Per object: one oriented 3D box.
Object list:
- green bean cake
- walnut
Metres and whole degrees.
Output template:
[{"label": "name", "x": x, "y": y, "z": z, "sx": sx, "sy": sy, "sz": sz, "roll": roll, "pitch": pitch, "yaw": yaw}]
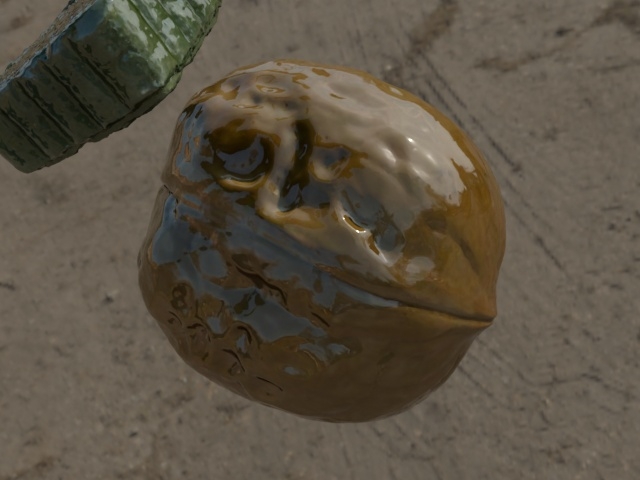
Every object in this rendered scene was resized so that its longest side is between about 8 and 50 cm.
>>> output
[{"label": "green bean cake", "x": -0.181, "y": -0.152, "z": 0.857, "sx": 0.185, "sy": 0.094, "sz": 0.183, "roll": -25, "pitch": 28, "yaw": 29}, {"label": "walnut", "x": 0.000, "y": 0.000, "z": 1.092, "sx": 0.397, "sy": 0.354, "sz": 0.308, "roll": 29, "pitch": 19, "yaw": 21}]
